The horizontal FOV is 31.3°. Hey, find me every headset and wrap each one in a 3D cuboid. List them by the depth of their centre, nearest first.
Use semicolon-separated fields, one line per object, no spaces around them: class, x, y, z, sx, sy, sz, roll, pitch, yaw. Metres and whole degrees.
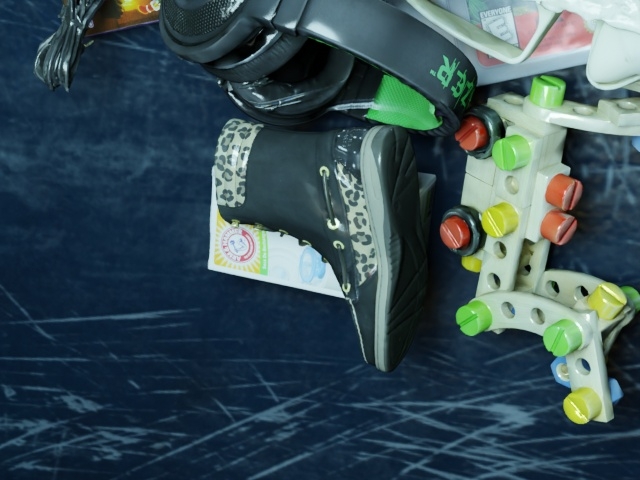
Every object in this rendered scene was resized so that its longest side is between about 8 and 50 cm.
headset;-0.064;-0.161;0.996;0.394;0.243;0.185;23;85;20

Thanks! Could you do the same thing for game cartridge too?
game cartridge;0.197;-0.249;1.020;0.294;0.060;0.196;-10;100;22

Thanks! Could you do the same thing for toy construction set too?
toy construction set;0.221;-0.021;1.022;0.215;0.151;0.327;32;114;39

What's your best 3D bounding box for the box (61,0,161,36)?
box;-0.184;-0.360;1.113;0.201;0.057;0.293;-8;104;21

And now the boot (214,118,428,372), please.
boot;0.001;-0.002;1.043;0.179;0.085;0.236;10;120;28

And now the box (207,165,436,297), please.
box;0.000;-0.018;1.135;0.203;0.103;0.114;12;110;16

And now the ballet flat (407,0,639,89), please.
ballet flat;0.207;-0.200;0.932;0.409;0.147;0.147;22;113;21
